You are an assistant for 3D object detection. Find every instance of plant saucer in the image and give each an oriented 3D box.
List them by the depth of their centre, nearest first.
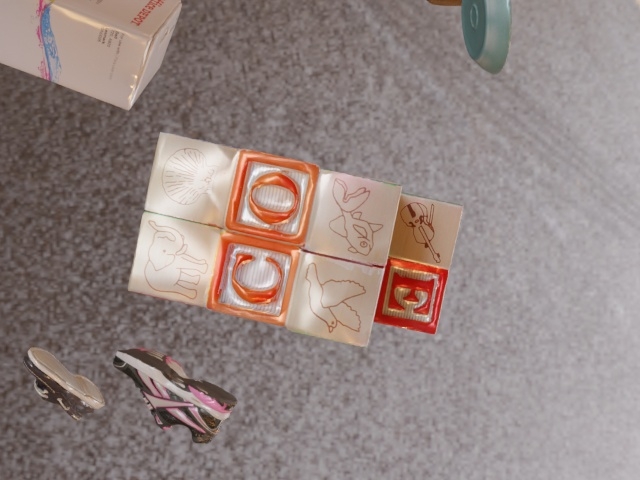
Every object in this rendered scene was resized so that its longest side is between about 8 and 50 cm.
[{"bbox_3d":[0.164,-0.227,1.001,0.119,0.021,0.119,174,-90,-82],"label":"plant saucer"}]

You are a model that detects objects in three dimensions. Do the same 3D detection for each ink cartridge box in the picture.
[{"bbox_3d":[-0.354,-0.307,1.372,0.201,0.278,0.117,-81,-168,-62],"label":"ink cartridge box"}]

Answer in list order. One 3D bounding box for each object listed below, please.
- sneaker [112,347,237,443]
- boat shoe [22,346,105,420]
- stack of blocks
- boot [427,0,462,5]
[{"bbox_3d":[-0.198,0.200,1.263,0.072,0.178,0.077,12,104,-65],"label":"sneaker"},{"bbox_3d":[-0.263,0.146,0.991,0.038,0.046,0.125,-36,148,-1],"label":"boat shoe"},{"bbox_3d":[0.000,0.000,0.645,0.297,0.171,0.087,-18,120,-86],"label":"stack of blocks"},{"bbox_3d":[0.250,-0.376,1.256,0.115,0.305,0.112,57,37,-45],"label":"boot"}]
